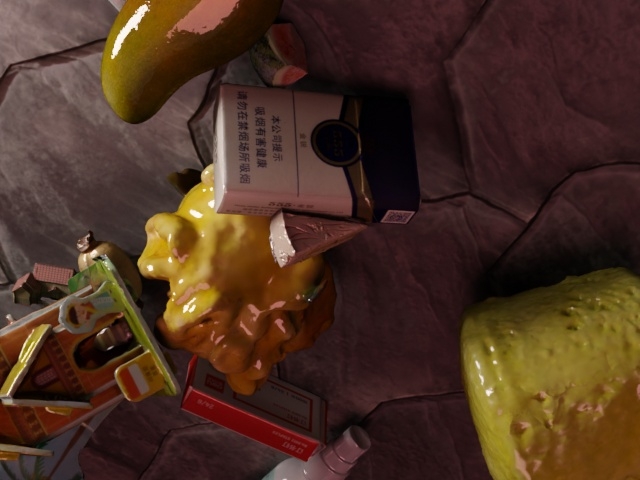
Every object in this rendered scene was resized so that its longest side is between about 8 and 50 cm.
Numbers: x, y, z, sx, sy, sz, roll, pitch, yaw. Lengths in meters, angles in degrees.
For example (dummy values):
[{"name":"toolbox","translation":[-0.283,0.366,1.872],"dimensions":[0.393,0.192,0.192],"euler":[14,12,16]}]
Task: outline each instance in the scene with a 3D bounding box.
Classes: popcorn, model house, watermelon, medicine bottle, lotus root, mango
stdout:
[{"name":"popcorn","translation":[-0.092,0.041,1.628],"dimensions":[0.281,0.297,0.316],"euler":[18,163,46]},{"name":"model house","translation":[-0.410,0.064,1.797],"dimensions":[0.083,0.057,0.058],"euler":[11,129,-1]},{"name":"watermelon","translation":[-0.056,-0.235,1.563],"dimensions":[0.072,0.084,0.092],"euler":[0,166,-20]},{"name":"medicine bottle","translation":[-0.045,0.418,1.975],"dimensions":[0.110,0.110,0.352],"euler":[34,121,-18]},{"name":"lotus root","translation":[-0.310,0.046,1.772],"dimensions":[0.073,0.062,0.150],"euler":[-25,118,14]},{"name":"mango","translation":[-0.163,-0.273,1.494],"dimensions":[0.289,0.129,0.146],"euler":[-33,119,11]},{"name":"model house","translation":[-0.361,0.245,1.608],"dimensions":[0.324,0.300,0.340],"euler":[-28,94,-21]}]

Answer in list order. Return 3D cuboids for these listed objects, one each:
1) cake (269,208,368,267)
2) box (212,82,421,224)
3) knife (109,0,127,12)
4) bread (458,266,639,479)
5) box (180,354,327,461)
[{"name":"cake","translation":[0.000,0.000,1.520],"dimensions":[0.121,0.065,0.052],"euler":[3,153,-24]},{"name":"box","translation":[-0.006,-0.109,1.547],"dimensions":[0.259,0.168,0.071],"euler":[2,154,-13]},{"name":"knife","translation":[-0.246,-0.312,1.546],"dimensions":[0.044,0.023,0.162],"euler":[-38,115,12]},{"name":"bread","translation":[0.360,0.210,1.671],"dimensions":[0.308,0.348,0.348],"euler":[-23,120,11]},{"name":"box","translation":[-0.099,0.251,1.860],"dimensions":[0.229,0.123,0.050],"euler":[26,118,-12]}]
